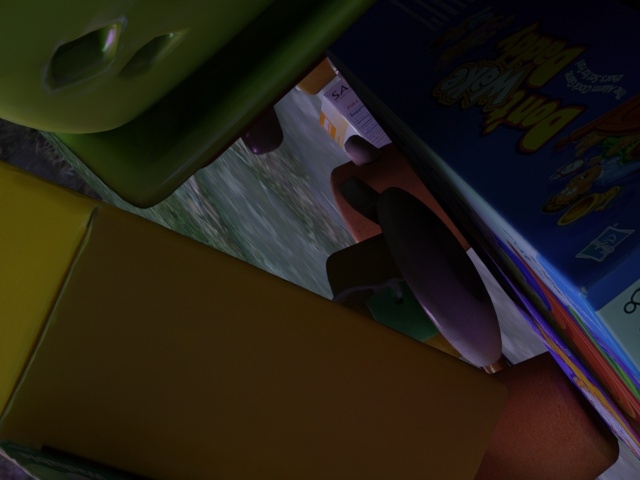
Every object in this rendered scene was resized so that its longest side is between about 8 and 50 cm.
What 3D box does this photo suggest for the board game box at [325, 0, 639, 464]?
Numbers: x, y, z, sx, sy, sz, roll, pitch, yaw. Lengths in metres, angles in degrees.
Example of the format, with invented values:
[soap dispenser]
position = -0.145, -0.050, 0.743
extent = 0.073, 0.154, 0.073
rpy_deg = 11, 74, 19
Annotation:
[board game box]
position = 0.127, 0.028, 0.621
extent = 0.233, 0.078, 0.347
rpy_deg = 52, -178, -18

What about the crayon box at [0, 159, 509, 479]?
[crayon box]
position = -0.079, 0.031, 0.667
extent = 0.203, 0.083, 0.323
rpy_deg = 26, 177, -42

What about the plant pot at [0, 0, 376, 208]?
[plant pot]
position = -0.066, -0.159, 0.530
extent = 0.227, 0.228, 0.207
rpy_deg = 45, 178, 23

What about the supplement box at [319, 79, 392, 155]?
[supplement box]
position = 0.044, -0.049, 1.029
extent = 0.098, 0.036, 0.062
rpy_deg = 48, 171, 8

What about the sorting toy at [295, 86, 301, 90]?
[sorting toy]
position = -0.021, -0.136, 0.981
extent = 0.083, 0.045, 0.075
rpy_deg = 47, 164, 12

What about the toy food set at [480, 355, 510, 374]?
[toy food set]
position = 0.143, 0.110, 1.294
extent = 0.122, 0.019, 0.078
rpy_deg = 51, 175, 47

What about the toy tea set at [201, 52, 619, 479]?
[toy tea set]
position = 0.000, 0.000, 0.832
extent = 0.336, 0.124, 0.200
rpy_deg = 61, -164, 14
